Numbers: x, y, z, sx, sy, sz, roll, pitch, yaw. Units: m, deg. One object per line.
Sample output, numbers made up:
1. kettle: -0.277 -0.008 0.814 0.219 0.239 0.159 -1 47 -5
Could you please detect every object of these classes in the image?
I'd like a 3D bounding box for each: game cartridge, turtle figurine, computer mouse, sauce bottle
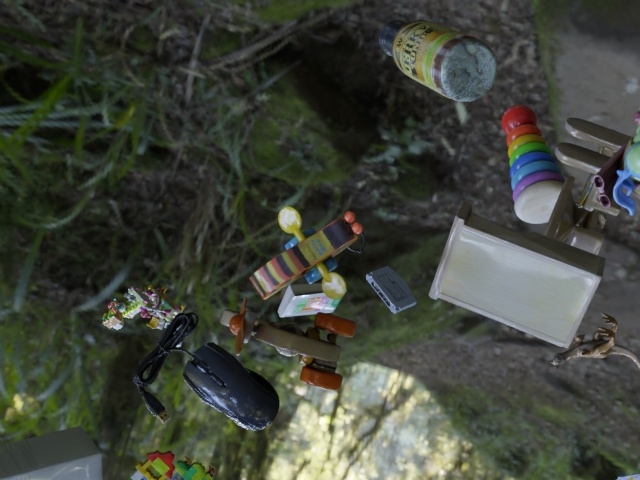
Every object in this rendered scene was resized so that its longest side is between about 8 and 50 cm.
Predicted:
1. game cartridge: 0.120 0.081 1.473 0.056 0.017 0.083 -20 -120 -33
2. turtle figurine: 0.516 -0.126 1.199 0.197 0.275 0.266 34 -172 23
3. computer mouse: -0.214 0.268 1.579 0.262 0.184 0.060 41 176 11
4. sauce bottle: 0.195 -0.335 1.593 0.111 0.111 0.344 19 -167 -24

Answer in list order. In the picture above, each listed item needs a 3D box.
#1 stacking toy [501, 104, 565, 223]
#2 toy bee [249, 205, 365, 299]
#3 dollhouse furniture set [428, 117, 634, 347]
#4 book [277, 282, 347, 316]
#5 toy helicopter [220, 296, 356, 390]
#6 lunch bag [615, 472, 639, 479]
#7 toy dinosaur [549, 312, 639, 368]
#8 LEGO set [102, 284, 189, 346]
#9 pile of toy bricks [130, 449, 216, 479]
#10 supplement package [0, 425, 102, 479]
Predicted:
1. stacking toy: 0.519 -0.207 2.211 0.141 0.330 0.141 -5 142 -4
2. toy bee: 0.000 0.000 1.734 0.195 0.298 0.162 39 143 -6
3. dollhouse furniture set: 0.390 -0.008 1.649 0.256 0.362 0.394 22 -147 11
4. book: -0.020 0.140 2.090 0.144 0.035 0.096 -4 142 -29
5. toy helicopter: -0.111 0.187 1.785 0.235 0.140 0.355 16 177 -35
6. lunch bag: 0.522 0.423 1.446 0.053 0.083 0.071 -17 169 -33
7. toy dinosaur: 0.517 0.194 1.618 0.211 0.112 0.064 2 -141 -13
8. LEGO set: -0.435 0.161 2.083 0.287 0.132 0.107 9 176 39
9. pile of toy bricks: -0.246 0.459 1.661 0.212 0.105 0.118 47 178 -10
10. supplement package: -0.484 0.410 1.544 0.179 0.105 0.105 -8 -158 -34
